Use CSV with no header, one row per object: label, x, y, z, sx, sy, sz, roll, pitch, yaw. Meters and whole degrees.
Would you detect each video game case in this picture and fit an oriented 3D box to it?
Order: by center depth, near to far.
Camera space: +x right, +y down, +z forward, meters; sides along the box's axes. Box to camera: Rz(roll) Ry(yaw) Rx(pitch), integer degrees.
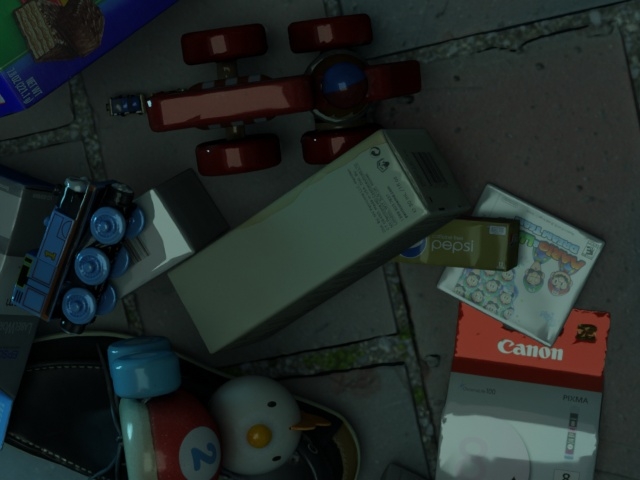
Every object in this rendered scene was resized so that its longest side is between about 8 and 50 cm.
video game case,0.236,0.029,1.827,0.157,0.019,0.143,28,102,11

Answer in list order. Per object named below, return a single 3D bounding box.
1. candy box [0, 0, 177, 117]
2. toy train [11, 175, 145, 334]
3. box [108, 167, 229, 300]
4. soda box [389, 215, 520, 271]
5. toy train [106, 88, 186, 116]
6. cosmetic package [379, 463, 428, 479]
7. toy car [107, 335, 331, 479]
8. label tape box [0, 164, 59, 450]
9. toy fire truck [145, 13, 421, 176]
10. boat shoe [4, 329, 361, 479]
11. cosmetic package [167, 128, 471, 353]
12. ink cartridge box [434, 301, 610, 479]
candy box,-0.298,-0.331,1.705,0.317,0.122,0.268,-41,110,-27
toy train,-0.269,0.012,1.717,0.105,0.080,0.184,24,104,12
box,-0.202,-0.006,1.828,0.130,0.170,0.091,-32,94,14
soda box,0.139,-0.001,1.811,0.181,0.061,0.058,6,97,19
toy train,-0.186,-0.169,1.868,0.158,0.036,0.027,-6,98,11
cosmetic package,0.204,0.453,1.834,0.385,0.156,0.217,27,102,1
toy car,-0.102,0.213,1.701,0.238,0.210,0.219,-8,96,-9
label tape box,-0.459,0.061,1.868,0.240,0.106,0.334,20,96,27
toy fire truck,-0.036,-0.160,1.721,0.302,0.254,0.169,-7,98,-1
boat shoe,-0.201,0.231,1.878,0.500,0.156,0.187,13,103,9
cosmetic package,0.000,0.000,1.745,0.309,0.160,0.113,-32,81,20
ink cartridge box,0.242,0.195,1.845,0.189,0.066,0.232,7,104,9
